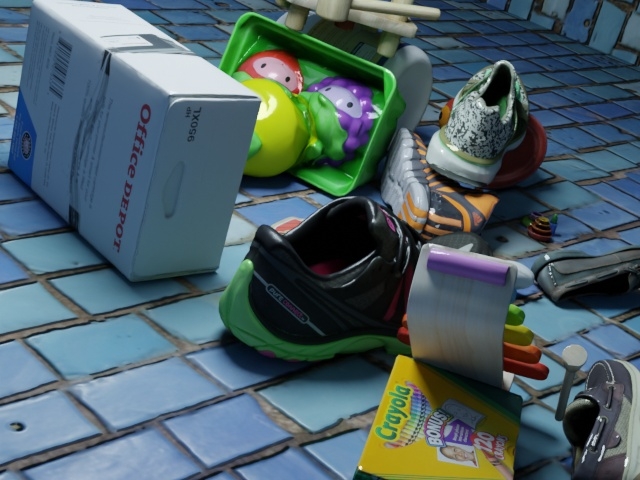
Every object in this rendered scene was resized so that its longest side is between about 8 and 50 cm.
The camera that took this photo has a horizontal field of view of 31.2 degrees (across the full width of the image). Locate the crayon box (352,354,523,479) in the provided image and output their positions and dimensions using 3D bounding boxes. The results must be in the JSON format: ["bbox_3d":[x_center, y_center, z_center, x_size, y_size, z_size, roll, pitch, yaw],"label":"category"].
[{"bbox_3d":[0.133,0.247,1.308,0.165,0.081,0.278,18,24,6],"label":"crayon box"}]

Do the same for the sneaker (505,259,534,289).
[{"bbox_3d":[0.271,0.063,1.851,0.152,0.054,0.061,7,33,-3],"label":"sneaker"}]

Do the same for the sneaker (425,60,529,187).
[{"bbox_3d":[0.327,-0.253,2.097,0.158,0.182,0.410,28,36,2],"label":"sneaker"}]

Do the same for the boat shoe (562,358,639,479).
[{"bbox_3d":[0.356,0.231,1.459,0.092,0.103,0.285,20,29,-1],"label":"boat shoe"}]

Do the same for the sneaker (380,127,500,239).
[{"bbox_3d":[0.217,-0.085,2.082,0.180,0.125,0.321,13,34,-15],"label":"sneaker"}]

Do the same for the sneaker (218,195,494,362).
[{"bbox_3d":[0.088,0.041,1.590,0.483,0.202,0.185,-8,33,-42],"label":"sneaker"}]

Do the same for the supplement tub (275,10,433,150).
[{"bbox_3d":[0.050,-0.341,2.388,0.316,0.228,0.228,28,27,27],"label":"supplement tub"}]

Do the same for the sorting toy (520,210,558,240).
[{"bbox_3d":[0.417,-0.035,2.158,0.061,0.042,0.102,12,23,-7],"label":"sorting toy"}]

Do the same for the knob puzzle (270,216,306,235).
[{"bbox_3d":[0.000,0.000,1.846,0.213,0.030,0.213,13,24,-6],"label":"knob puzzle"}]

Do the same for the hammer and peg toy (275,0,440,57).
[{"bbox_3d":[0.056,-0.432,2.135,0.266,0.127,0.361,13,22,-15],"label":"hammer and peg toy"}]

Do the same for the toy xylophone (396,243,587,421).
[{"bbox_3d":[0.207,0.129,1.416,0.236,0.323,0.081,17,65,9],"label":"toy xylophone"}]

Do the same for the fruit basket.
[{"bbox_3d":[-0.068,-0.239,2.088,0.392,0.283,0.392,23,8,-3],"label":"fruit basket"}]

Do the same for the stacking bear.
[{"bbox_3d":[0.344,-0.231,2.426,0.164,0.175,0.289,4,18,-19],"label":"stacking bear"}]

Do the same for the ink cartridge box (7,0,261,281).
[{"bbox_3d":[-0.289,-0.157,1.701,0.166,0.285,0.395,-6,32,-41],"label":"ink cartridge box"}]

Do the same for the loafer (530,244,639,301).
[{"bbox_3d":[0.485,0.068,1.939,0.267,0.096,0.084,-2,48,-20],"label":"loafer"}]
